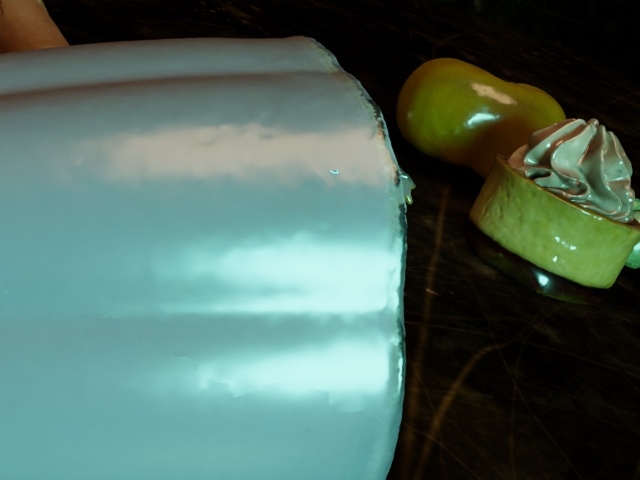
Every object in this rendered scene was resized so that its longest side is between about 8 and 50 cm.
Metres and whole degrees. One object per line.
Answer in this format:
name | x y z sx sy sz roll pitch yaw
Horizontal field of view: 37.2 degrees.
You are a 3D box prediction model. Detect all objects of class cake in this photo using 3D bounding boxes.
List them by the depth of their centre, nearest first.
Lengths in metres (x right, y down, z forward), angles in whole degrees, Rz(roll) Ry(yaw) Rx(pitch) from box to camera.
cake | 0.283 -0.048 1.080 0.185 0.178 0.207 23 25 -4

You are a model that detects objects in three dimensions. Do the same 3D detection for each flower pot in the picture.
flower pot | -0.119 0.022 0.451 0.243 0.265 0.265 2 29 -25

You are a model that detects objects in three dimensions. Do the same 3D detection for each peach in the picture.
peach | 0.224 -0.167 1.338 0.251 0.153 0.251 22 6 -2

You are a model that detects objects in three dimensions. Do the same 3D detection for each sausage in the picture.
sausage | -0.249 -0.145 0.882 0.094 0.094 0.419 -18 43 -27

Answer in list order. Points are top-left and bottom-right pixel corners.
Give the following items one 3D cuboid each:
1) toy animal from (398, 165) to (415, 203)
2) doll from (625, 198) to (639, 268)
toy animal | 0.009 -0.002 0.749 0.272 0.160 0.197 -34 80 -36
doll | 0.433 0.023 1.222 0.150 0.077 0.115 33 60 -4
